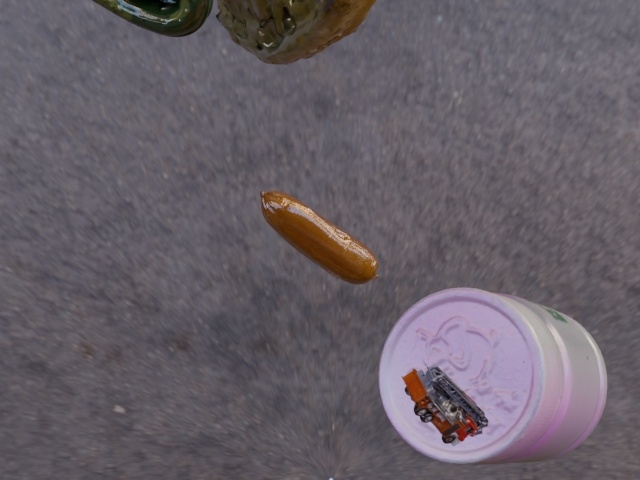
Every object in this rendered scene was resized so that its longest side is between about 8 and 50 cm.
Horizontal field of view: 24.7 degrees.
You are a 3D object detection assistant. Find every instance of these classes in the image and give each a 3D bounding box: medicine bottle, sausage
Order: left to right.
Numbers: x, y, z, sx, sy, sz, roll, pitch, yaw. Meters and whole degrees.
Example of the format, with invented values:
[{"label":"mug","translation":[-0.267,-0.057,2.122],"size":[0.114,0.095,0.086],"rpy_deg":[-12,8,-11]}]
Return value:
[{"label":"sausage","translation":[0.000,0.000,1.726],"size":[0.183,0.062,0.054],"rpy_deg":[36,47,-25]},{"label":"medicine bottle","translation":[0.221,0.173,1.818],"size":[0.212,0.325,0.212],"rpy_deg":[-3,83,24]}]

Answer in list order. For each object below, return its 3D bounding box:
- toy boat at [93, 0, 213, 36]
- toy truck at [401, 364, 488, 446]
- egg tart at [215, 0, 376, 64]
[{"label":"toy boat","translation":[-0.180,-0.242,1.219],"size":[0.210,0.052,0.104],"rpy_deg":[31,126,4]},{"label":"toy truck","translation":[0.079,0.105,0.922],"size":[0.032,0.083,0.024],"rpy_deg":[-35,48,6]},{"label":"egg tart","translation":[-0.020,-0.255,0.928],"size":[0.116,0.295,0.295],"rpy_deg":[18,80,-25]}]
